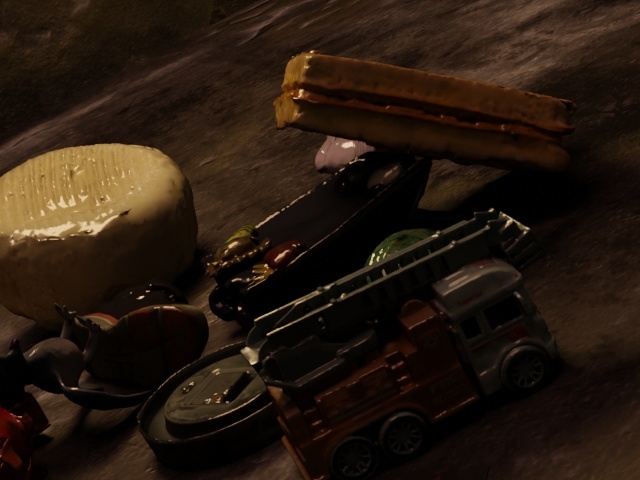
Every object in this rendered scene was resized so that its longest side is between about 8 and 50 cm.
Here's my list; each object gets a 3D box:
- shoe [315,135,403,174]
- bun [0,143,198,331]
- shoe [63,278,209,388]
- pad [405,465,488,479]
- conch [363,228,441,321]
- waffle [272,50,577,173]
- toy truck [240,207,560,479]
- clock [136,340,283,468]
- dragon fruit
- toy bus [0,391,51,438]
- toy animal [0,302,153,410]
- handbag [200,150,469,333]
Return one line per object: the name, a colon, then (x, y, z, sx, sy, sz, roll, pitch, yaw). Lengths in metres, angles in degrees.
shoe: (0.081, -0.187, 2.274, 0.137, 0.095, 0.245, -10, 31, 28)
bun: (-0.368, 0.001, 2.135, 0.359, 0.211, 0.360, -6, 34, 4)
shoe: (-0.227, 0.121, 1.848, 0.137, 0.114, 0.291, -33, 18, -36)
pad: (0.053, 0.274, 1.297, 0.211, 0.003, 0.143, -16, 22, 22)
conch: (0.132, 0.051, 1.596, 0.175, 0.122, 0.188, -4, 19, -17)
waffle: (0.134, -0.168, 1.831, 0.376, 0.114, 0.261, 10, 6, -9)
toy truck: (0.097, 0.100, 1.416, 0.338, 0.184, 0.133, -27, 21, -7)
clock: (-0.107, 0.190, 1.622, 0.226, 0.049, 0.226, -22, 19, 8)
dragon fruit: (-0.412, 0.263, 1.662, 0.136, 0.133, 0.166, -22, 23, -1)
toy bus: (-0.438, 0.232, 1.843, 0.065, 0.077, 0.192, -34, 23, -32)
toy animal: (-0.351, 0.170, 1.749, 0.239, 0.255, 0.176, 16, 62, 23)
handbag: (0.000, 0.000, 1.802, 0.329, 0.122, 0.303, -30, 12, -11)
